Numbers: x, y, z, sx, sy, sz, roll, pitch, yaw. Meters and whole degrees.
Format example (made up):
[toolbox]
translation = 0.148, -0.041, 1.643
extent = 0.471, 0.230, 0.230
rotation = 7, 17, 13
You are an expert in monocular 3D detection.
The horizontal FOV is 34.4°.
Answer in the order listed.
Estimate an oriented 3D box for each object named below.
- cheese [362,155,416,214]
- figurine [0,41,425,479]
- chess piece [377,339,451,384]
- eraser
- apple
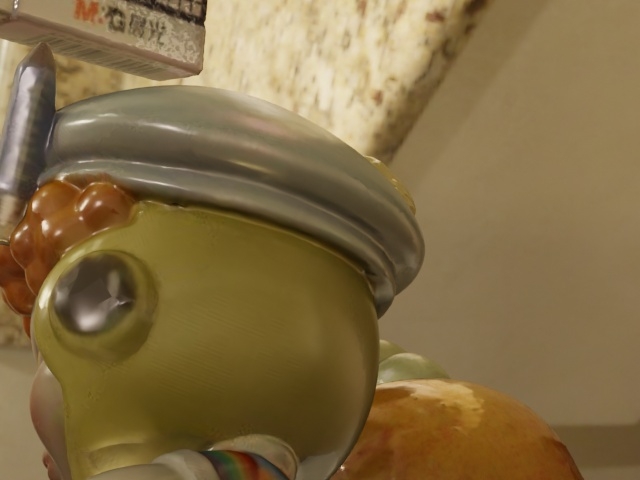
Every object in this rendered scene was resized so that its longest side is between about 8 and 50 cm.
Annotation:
[cheese]
translation = 0.000, 0.000, 1.134
extent = 0.214, 0.117, 0.226
rotation = -48, 14, -7
[figurine]
translation = -0.019, 0.094, 0.456
extent = 0.224, 0.205, 0.382
rotation = 66, 179, -58
[chess piece]
translation = 0.047, 0.164, 1.150
extent = 0.251, 0.144, 0.144
rotation = 12, 93, 57
[eraser]
translation = -0.239, -0.244, 0.976
extent = 0.086, 0.287, 0.130
rotation = -5, 82, 42
[apple]
translation = 0.090, 0.268, 0.927
extent = 0.299, 0.275, 0.299
rotation = 32, 128, 53
